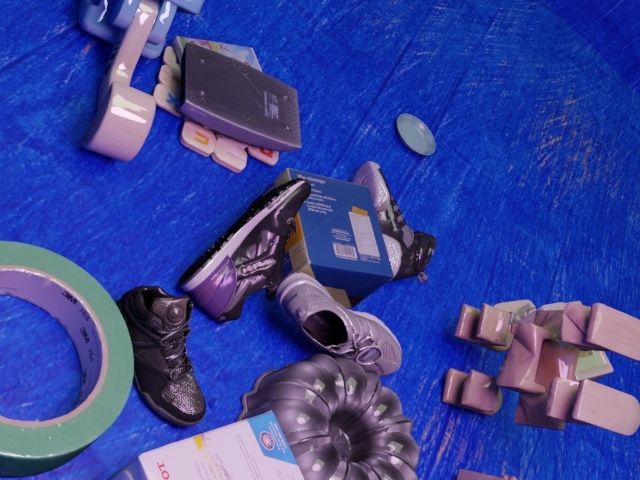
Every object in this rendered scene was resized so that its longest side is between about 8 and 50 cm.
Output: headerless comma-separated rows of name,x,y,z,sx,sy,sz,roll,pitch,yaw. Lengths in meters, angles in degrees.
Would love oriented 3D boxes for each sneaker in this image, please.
sneaker,-0.102,0.018,1.542,0.283,0.107,0.124,-45,103,-14
sneaker,0.151,-0.031,1.868,0.153,0.101,0.268,11,59,-37
sneaker,0.037,0.172,1.563,0.281,0.105,0.115,34,16,-28
sneaker,-0.228,0.165,1.350,0.087,0.130,0.227,-18,75,-46

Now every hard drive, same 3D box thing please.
hard drive,-0.156,-0.267,1.739,0.255,0.054,0.171,19,49,-31

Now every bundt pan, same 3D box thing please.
bundt pan,0.031,0.326,1.460,0.331,0.124,0.330,24,45,-27

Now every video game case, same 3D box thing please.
video game case,-0.182,-0.310,1.808,0.193,0.023,0.212,-2,61,-43

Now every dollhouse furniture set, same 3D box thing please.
dollhouse furniture set,0.428,0.327,1.651,0.257,0.362,0.394,22,75,-27

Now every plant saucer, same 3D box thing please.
plant saucer,0.223,-0.249,2.159,0.119,0.021,0.119,24,46,-28

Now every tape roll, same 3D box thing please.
tape roll,-0.416,0.155,1.228,0.321,0.077,0.321,24,47,-28

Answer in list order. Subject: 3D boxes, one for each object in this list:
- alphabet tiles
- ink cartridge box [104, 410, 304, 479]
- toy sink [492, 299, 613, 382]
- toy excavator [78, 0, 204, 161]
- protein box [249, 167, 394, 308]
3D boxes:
alphabet tiles,-0.200,-0.264,1.792,0.278,0.021,0.284,26,45,-25
ink cartridge box,-0.158,0.364,1.222,0.233,0.168,0.171,-7,64,-45
toy sink,0.505,0.212,1.966,0.153,0.131,0.234,-2,60,-43
toy excavator,-0.337,-0.387,1.635,0.222,0.445,0.433,18,8,-30
protein box,0.000,0.000,1.675,0.200,0.136,0.201,10,54,-36
